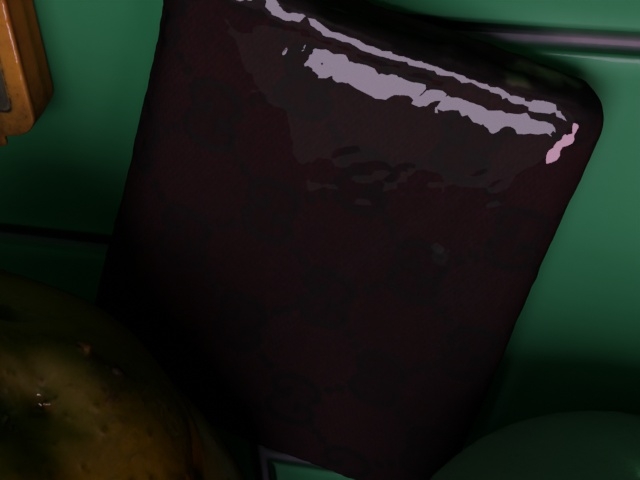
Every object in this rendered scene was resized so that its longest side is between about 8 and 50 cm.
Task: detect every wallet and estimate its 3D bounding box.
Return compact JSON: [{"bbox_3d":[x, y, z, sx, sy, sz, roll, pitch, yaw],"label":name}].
[{"bbox_3d":[0.000,0.000,0.580,0.182,0.049,0.229,22,129,5],"label":"wallet"}]

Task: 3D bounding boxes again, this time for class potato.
[{"bbox_3d":[-0.126,0.128,0.627,0.195,0.176,0.369,-13,152,-2],"label":"potato"}]

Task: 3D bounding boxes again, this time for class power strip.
[{"bbox_3d":[-0.147,-0.119,0.553,0.049,0.028,0.178,6,129,17],"label":"power strip"}]

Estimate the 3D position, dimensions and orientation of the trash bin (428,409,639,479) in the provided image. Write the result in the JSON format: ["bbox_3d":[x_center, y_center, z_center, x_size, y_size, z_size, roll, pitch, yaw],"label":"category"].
[{"bbox_3d":[0.092,0.275,0.616,0.280,0.280,0.432,28,134,-2],"label":"trash bin"}]
